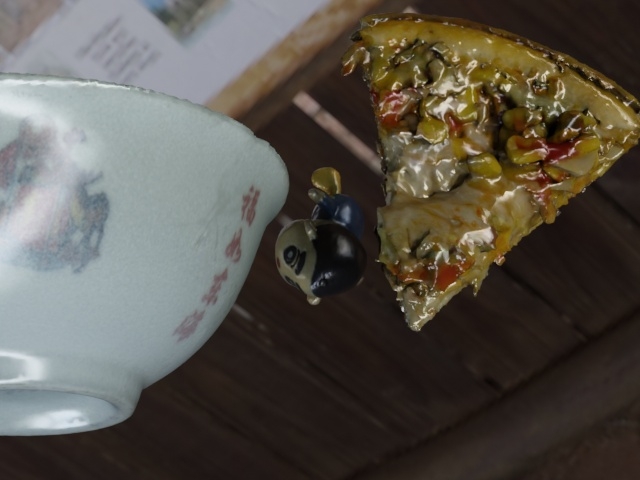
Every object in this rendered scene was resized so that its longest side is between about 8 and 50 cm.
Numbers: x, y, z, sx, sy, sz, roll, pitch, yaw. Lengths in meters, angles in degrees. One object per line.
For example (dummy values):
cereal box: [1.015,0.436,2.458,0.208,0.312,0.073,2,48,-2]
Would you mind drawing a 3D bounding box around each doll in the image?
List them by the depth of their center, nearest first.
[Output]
doll: [0.000,0.000,1.487,0.088,0.102,0.179,-5,27,1]

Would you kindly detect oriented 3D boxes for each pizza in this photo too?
pizza: [0.105,-0.090,1.323,0.287,0.251,0.074,-42,-18,-21]

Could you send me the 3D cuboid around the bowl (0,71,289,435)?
bowl: [-0.236,0.044,1.231,0.434,0.434,0.196,-20,65,42]
